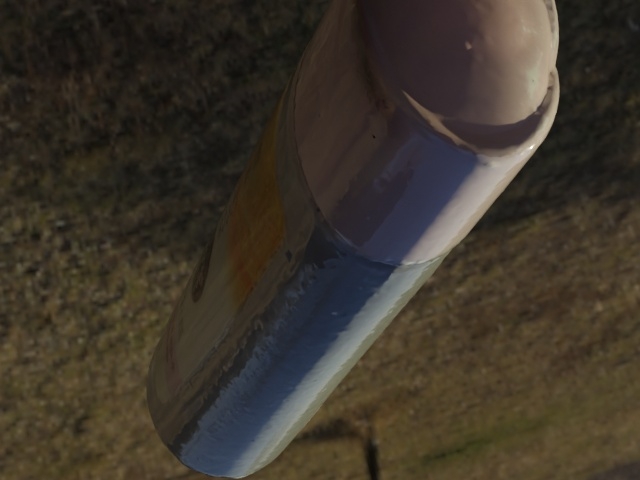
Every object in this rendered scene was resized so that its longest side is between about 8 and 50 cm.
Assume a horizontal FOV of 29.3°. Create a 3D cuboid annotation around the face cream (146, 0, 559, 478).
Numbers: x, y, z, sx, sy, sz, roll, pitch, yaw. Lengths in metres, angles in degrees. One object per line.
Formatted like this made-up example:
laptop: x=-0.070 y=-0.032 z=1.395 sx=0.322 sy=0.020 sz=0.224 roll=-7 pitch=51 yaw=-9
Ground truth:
face cream: x=0.000 y=0.000 z=0.450 sx=0.073 sy=0.107 sz=0.269 roll=12 pitch=147 yaw=-15
